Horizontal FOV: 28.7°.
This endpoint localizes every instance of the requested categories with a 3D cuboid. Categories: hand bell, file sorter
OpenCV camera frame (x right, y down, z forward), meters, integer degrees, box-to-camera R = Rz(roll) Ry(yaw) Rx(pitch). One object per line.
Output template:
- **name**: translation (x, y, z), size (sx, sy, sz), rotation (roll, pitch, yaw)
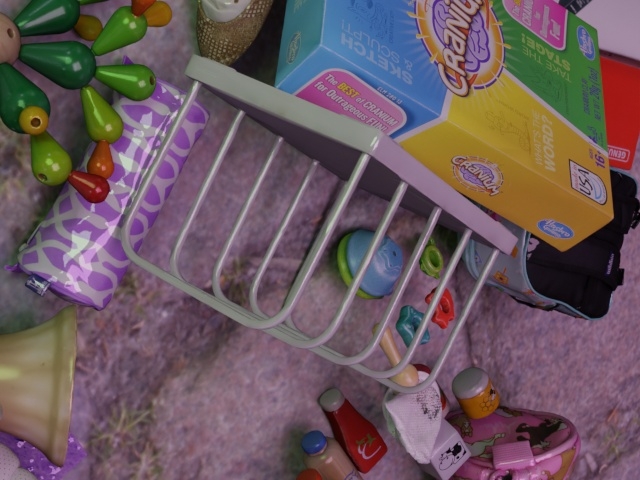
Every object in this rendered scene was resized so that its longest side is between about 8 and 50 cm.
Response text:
- **hand bell**: translation (-0.310, 0.103, 0.936), size (0.242, 0.126, 0.126), rotation (5, 99, -15)
- **file sorter**: translation (0.000, 0.000, 1.034), size (0.277, 0.193, 0.173), rotation (30, 86, -57)

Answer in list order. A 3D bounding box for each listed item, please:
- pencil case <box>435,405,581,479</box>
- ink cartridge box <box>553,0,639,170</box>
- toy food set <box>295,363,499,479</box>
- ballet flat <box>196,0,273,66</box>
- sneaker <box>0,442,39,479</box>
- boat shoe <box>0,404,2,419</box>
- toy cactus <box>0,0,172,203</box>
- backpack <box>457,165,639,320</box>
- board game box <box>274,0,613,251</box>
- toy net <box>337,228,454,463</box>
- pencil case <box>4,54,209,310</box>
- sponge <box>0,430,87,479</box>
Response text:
- **pencil case**: translation (0.188, 0.371, 1.322), size (0.167, 0.160, 0.386), rotation (-8, 106, -35)
- **ink cartridge box**: translation (0.287, -0.207, 1.320), size (0.275, 0.060, 0.239), rotation (8, 95, -36)
- **toy food set**: translation (0.062, 0.186, 1.217), size (0.232, 0.111, 0.104), rotation (-42, 122, -17)
- **ballet flat**: translation (-0.061, -0.241, 1.034), size (0.067, 0.073, 0.206), rotation (5, 113, -62)
- **sneaker**: translation (-0.333, 0.264, 0.927), size (0.322, 0.130, 0.236), rotation (-24, 96, 11)
- **boat shoe**: translation (-0.369, 0.064, 0.822), size (0.324, 0.116, 0.097), rotation (33, 97, -1)
- **toy cactus**: translation (-0.211, -0.140, 0.940), size (0.180, 0.112, 0.219), rotation (15, 66, -12)
- **backpack**: translation (0.221, -0.016, 1.258), size (0.188, 0.144, 0.166), rotation (16, 92, -55)
- **board game box**: translation (0.115, -0.160, 1.090), size (0.316, 0.064, 0.242), rotation (26, 48, -26)
- **toy net**: translation (0.080, 0.101, 1.190), size (0.122, 0.045, 0.232), rotation (16, 61, -45)
- **pencil case**: translation (-0.171, -0.042, 1.021), size (0.206, 0.088, 0.086), rotation (-60, 163, -8)
- **sponge**: translation (-0.302, 0.201, 1.013), size (0.210, 0.031, 0.117), rotation (-42, 120, -19)
